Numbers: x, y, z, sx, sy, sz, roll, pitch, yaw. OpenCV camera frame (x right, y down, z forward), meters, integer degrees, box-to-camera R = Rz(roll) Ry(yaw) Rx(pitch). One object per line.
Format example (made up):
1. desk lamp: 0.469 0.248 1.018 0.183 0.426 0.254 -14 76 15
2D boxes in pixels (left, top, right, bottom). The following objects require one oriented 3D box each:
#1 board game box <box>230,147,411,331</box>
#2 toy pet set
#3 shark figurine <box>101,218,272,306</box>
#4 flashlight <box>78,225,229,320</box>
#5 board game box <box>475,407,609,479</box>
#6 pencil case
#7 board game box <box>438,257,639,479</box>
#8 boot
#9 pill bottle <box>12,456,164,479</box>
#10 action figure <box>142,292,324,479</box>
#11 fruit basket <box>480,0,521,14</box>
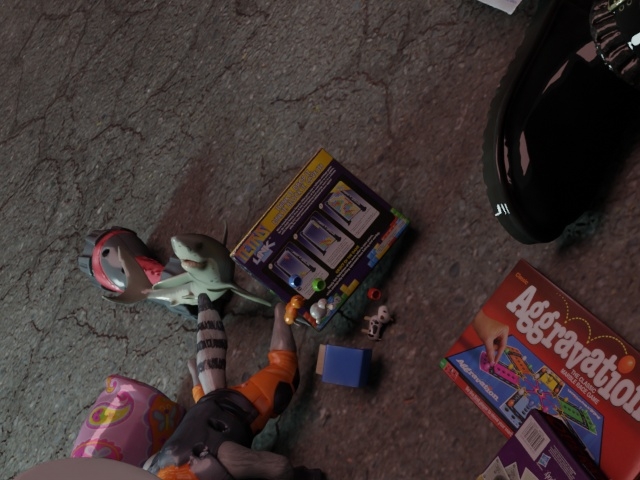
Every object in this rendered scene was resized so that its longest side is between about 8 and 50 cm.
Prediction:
1. board game box: 0.000 0.000 1.405 0.170 0.141 0.048 -49 -4 -3
2. toy pet set: 0.025 0.103 1.332 0.065 0.122 0.114 6 87 60
3. shark figurine: -0.158 0.027 1.522 0.278 0.166 0.116 -24 50 58
4. flashlight: -0.245 0.041 1.724 0.304 0.103 0.103 9 75 55
5. board game box: 0.208 0.324 0.966 0.208 0.056 0.347 -52 35 15
6. pencil case: -0.278 0.318 1.525 0.124 0.124 0.284 1 64 51
7. board game box: 0.229 0.138 1.130 0.145 0.027 0.281 -52 35 6
8. boot: 0.308 -0.167 1.160 0.260 0.131 0.348 -8 59 54
9. pill bottle: -0.253 0.431 1.189 0.224 0.224 0.392 50 132 54
10. action figure: -0.154 0.235 1.382 0.341 0.178 0.330 -21 30 25
11. fruit basket: 0.285 -0.416 1.367 0.353 0.165 0.327 -55 22 8
